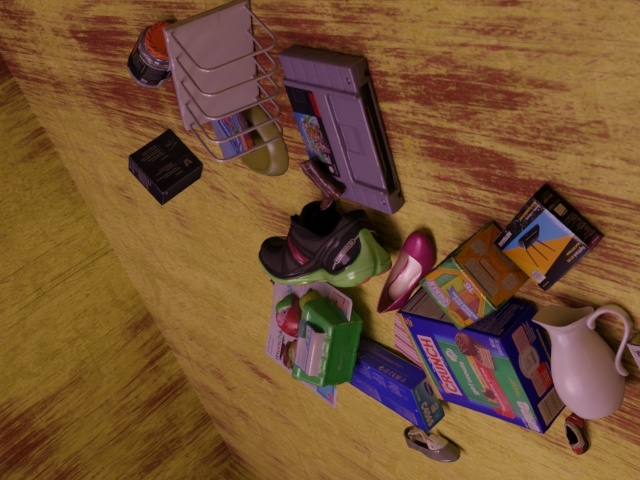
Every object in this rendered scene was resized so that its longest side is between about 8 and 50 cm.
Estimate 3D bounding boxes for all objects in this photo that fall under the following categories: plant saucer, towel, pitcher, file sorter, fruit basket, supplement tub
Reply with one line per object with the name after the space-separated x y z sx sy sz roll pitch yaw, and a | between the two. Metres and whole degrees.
-0.176 -0.255 2.036 0.241 0.037 0.241 38 152 25 | plant saucer
0.248 0.256 2.041 0.144 0.029 0.197 37 154 27 | towel
0.503 0.217 1.489 0.178 0.125 0.207 -13 103 45 | pitcher
-0.194 -0.333 1.740 0.173 0.193 0.277 52 159 32 | file sorter
-0.049 0.247 2.250 0.353 0.165 0.327 28 115 43 | fruit basket
-0.413 -0.469 2.043 0.117 0.117 0.190 54 154 -7 | supplement tub

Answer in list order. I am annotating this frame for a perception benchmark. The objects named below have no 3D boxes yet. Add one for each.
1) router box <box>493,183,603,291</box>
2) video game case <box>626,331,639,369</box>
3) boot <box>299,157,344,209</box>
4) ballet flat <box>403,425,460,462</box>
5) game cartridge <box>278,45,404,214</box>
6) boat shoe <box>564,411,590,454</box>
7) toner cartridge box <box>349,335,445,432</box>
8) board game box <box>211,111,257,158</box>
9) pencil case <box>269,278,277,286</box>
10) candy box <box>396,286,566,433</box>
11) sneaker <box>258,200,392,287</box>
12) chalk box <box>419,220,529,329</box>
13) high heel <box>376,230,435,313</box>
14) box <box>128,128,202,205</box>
0.398 -0.002 1.434 0.133 0.046 0.179 44 153 12 | router box
0.656 0.260 1.367 0.232 0.042 0.210 58 154 -15 | video game case
-0.009 -0.128 1.810 0.114 0.037 0.106 43 147 -5 | boot
0.310 0.577 2.312 0.213 0.072 0.068 2 123 58 | ballet flat
0.042 -0.228 1.700 0.230 0.068 0.355 18 140 42 | game cartridge
0.551 0.424 1.753 0.049 0.043 0.137 25 145 39 | boat shoe
0.179 0.379 2.232 0.348 0.075 0.165 24 145 50 | toner cartridge box
-0.242 -0.340 1.973 0.145 0.027 0.281 0 112 59 | board game box
-0.094 0.170 2.429 0.070 0.064 0.151 -3 127 26 | pencil case
0.347 0.247 1.759 0.317 0.122 0.268 10 133 55 | candy box
0.000 0.000 1.982 0.483 0.185 0.202 -4 103 56 | sneaker
0.297 0.079 1.604 0.132 0.132 0.213 48 154 6 | chalk box
0.181 0.075 1.802 0.082 0.117 0.244 43 153 16 | high heel
-0.460 -0.217 2.405 0.158 0.156 0.093 46 155 8 | box
